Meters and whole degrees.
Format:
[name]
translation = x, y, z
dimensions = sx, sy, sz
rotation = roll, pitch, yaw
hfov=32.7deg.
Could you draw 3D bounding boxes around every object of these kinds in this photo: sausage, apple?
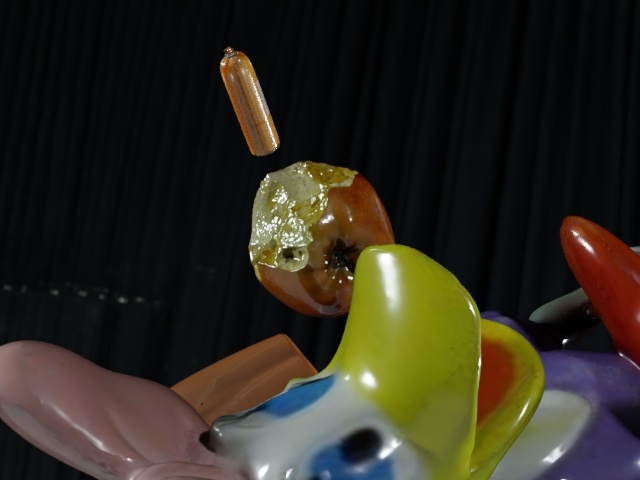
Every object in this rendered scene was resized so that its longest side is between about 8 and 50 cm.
[sausage]
translation = -0.066, -0.128, 0.982
dimensions = 0.031, 0.031, 0.107
rotation = 4, -49, 30
[apple]
translation = 0.005, 0.006, 1.146
dimensions = 0.147, 0.156, 0.158
rotation = 50, 2, -38

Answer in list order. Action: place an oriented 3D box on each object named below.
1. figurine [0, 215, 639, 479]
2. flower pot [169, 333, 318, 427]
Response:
[figurine]
translation = 0.089, 0.091, 0.432
dimensions = 0.421, 0.193, 0.154
rotation = 22, 21, -43
[flower pot]
translation = -0.064, 0.189, 1.047
dimensions = 0.190, 0.173, 0.190
rotation = 51, -9, 11
